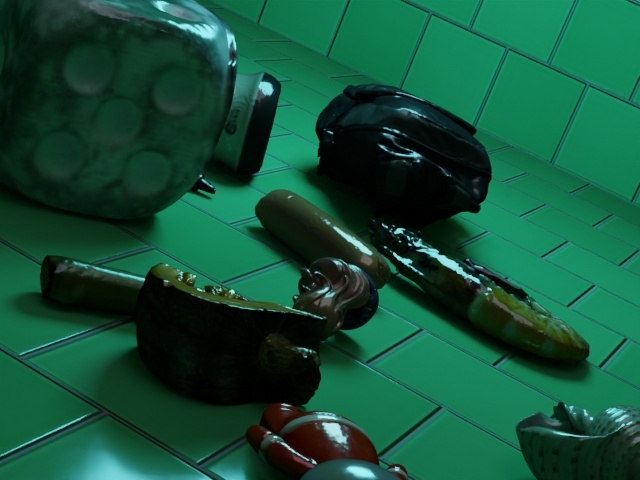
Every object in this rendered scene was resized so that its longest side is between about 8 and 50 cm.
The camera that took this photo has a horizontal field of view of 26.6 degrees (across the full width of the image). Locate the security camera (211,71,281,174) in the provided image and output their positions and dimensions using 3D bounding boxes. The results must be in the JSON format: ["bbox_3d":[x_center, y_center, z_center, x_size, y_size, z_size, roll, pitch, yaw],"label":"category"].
[{"bbox_3d":[-0.225,-0.245,2.526,0.277,0.197,0.191,15,8,-1],"label":"security camera"}]

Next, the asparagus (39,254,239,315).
[{"bbox_3d":[-0.232,0.074,1.764,0.277,0.060,0.067,14,0,-25],"label":"asparagus"}]

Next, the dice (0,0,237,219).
[{"bbox_3d":[-0.349,-0.244,2.108,0.348,0.330,0.328,10,22,-31],"label":"dice"}]

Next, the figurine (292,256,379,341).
[{"bbox_3d":[0.009,0.083,1.935,0.126,0.114,0.157,14,13,28],"label":"figurine"}]

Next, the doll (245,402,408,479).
[{"bbox_3d":[0.026,0.267,1.439,0.199,0.105,0.336,18,10,-20],"label":"doll"}]

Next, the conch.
[{"bbox_3d":[0.348,0.280,1.736,0.172,0.131,0.200,-15,3,-22],"label":"conch"}]

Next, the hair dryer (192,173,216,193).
[{"bbox_3d":[-0.283,-0.153,2.376,0.248,0.071,0.114,28,18,5],"label":"hair dryer"}]

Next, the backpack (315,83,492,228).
[{"bbox_3d":[0.171,-0.161,2.650,0.363,0.255,0.445,21,3,-8],"label":"backpack"}]

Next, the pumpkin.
[{"bbox_3d":[-0.110,0.128,1.637,0.248,0.131,0.126,16,9,-4],"label":"pumpkin"}]

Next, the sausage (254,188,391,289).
[{"bbox_3d":[-0.001,0.000,2.224,0.086,0.086,0.289,3,27,-47],"label":"sausage"}]

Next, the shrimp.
[{"bbox_3d":[0.270,0.080,2.332,0.445,0.085,0.272,31,14,18],"label":"shrimp"}]
